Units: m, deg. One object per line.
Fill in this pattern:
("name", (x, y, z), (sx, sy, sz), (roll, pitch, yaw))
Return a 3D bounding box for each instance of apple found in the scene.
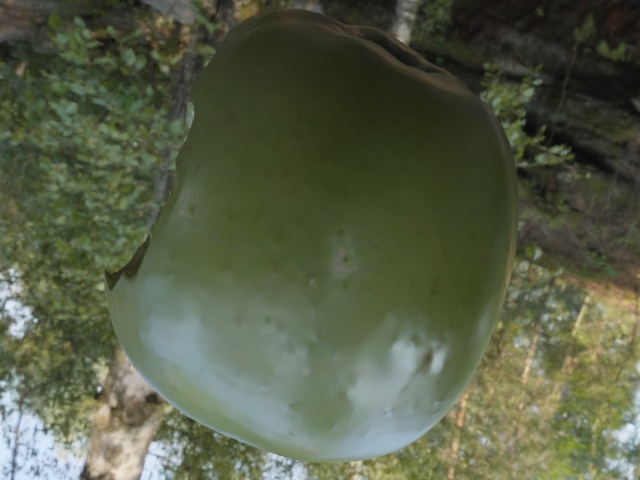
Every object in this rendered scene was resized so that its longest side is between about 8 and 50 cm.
("apple", (0.000, 0.000, 0.502), (0.279, 0.279, 0.279), (16, -168, -4))
